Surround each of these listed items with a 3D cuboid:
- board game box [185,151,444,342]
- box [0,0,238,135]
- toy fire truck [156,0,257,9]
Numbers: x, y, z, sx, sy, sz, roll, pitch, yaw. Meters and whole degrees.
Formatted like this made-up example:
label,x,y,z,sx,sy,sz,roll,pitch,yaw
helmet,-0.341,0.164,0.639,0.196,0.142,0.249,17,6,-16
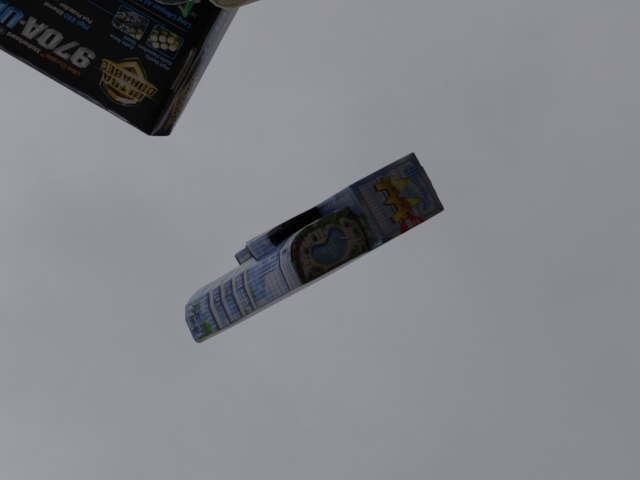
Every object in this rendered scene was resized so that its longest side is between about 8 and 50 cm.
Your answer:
label,x,y,z,sx,sy,sz,roll,pitch,yaw
board game box,0.000,0.000,1.429,0.194,0.194,0.060,-27,-93,-48
box,-0.153,-0.194,1.066,0.175,0.220,0.051,-61,-6,7
toy fire truck,-0.009,-0.264,0.805,0.158,0.246,0.217,-27,-96,-50
